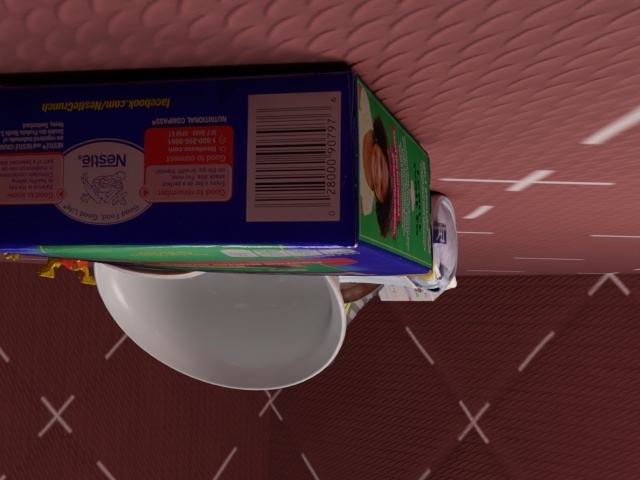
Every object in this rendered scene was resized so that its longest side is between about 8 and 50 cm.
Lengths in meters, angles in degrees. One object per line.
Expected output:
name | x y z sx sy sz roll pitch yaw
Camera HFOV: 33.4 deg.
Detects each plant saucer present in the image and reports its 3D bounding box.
plant saucer | 0.072 0.028 1.679 0.029 0.168 0.168 45 -160 28

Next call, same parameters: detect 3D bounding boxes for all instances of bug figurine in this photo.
bug figurine | -0.485 0.001 1.636 0.279 0.072 0.216 11 -175 -26

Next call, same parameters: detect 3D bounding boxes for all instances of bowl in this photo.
bowl | -0.101 0.029 1.245 0.298 0.297 0.134 0 -140 19

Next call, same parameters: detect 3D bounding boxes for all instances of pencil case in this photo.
pencil case | 0.038 0.004 1.343 0.273 0.124 0.113 1 176 22

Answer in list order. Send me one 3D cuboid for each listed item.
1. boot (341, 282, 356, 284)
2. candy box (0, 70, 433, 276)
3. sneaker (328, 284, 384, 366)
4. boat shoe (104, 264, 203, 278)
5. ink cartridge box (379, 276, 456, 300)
boot | 0.000 -0.003 1.570 0.209 0.076 0.190 8 -157 39
candy box | -0.067 -0.037 0.821 0.268 0.122 0.317 0 177 15
sneaker | 0.045 0.099 1.823 0.121 0.300 0.111 -9 -137 -36
boat shoe | -0.089 -0.028 1.042 0.324 0.116 0.097 -3 171 10
ink cartridge box | 0.183 0.056 2.036 0.143 0.092 0.090 -3 -157 41
